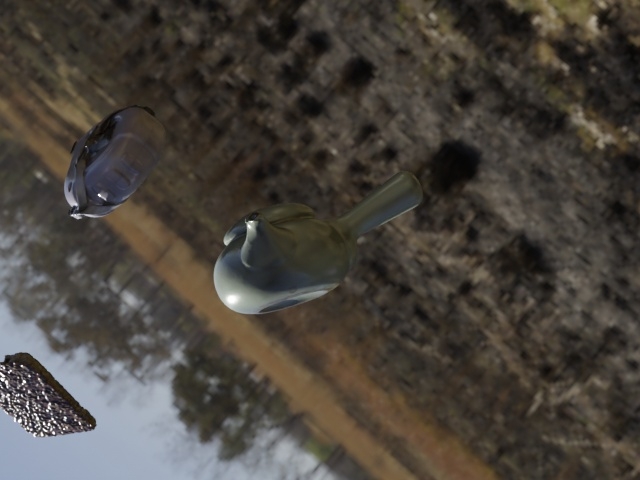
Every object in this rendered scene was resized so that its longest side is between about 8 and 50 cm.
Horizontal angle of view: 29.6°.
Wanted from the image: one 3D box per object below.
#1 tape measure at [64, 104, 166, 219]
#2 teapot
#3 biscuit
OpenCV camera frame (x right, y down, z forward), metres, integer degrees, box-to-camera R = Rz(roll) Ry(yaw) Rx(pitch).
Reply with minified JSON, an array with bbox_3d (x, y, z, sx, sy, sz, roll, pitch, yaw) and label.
[{"bbox_3d":[-0.352,-0.142,2.086,0.120,0.197,0.236,41,-153,-25],"label":"tape measure"},{"bbox_3d":[-0.010,0.008,1.817,0.220,0.318,0.149,-30,76,60],"label":"teapot"},{"bbox_3d":[-0.486,0.267,2.040,0.237,0.131,0.026,59,-154,-47],"label":"biscuit"}]
